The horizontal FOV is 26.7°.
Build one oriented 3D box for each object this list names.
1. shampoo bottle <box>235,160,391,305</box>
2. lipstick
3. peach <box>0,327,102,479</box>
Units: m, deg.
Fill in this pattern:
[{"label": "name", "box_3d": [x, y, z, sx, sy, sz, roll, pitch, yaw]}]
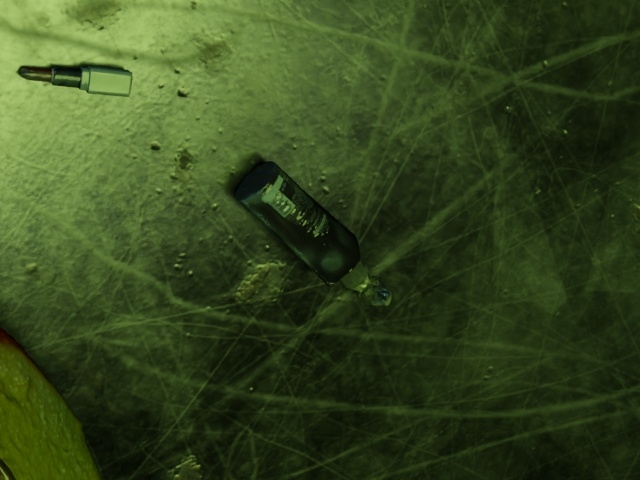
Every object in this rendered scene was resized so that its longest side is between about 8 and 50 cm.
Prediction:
[{"label": "shampoo bottle", "box_3d": [-0.001, 0.001, 1.440, 0.057, 0.063, 0.208, -44, 119, 7]}, {"label": "lipstick", "box_3d": [-0.238, -0.158, 1.307, 0.107, 0.025, 0.025, 4, 104, -18]}, {"label": "peach", "box_3d": [-0.359, 0.279, 1.220, 0.310, 0.335, 0.405, -21, 120, 6]}]
